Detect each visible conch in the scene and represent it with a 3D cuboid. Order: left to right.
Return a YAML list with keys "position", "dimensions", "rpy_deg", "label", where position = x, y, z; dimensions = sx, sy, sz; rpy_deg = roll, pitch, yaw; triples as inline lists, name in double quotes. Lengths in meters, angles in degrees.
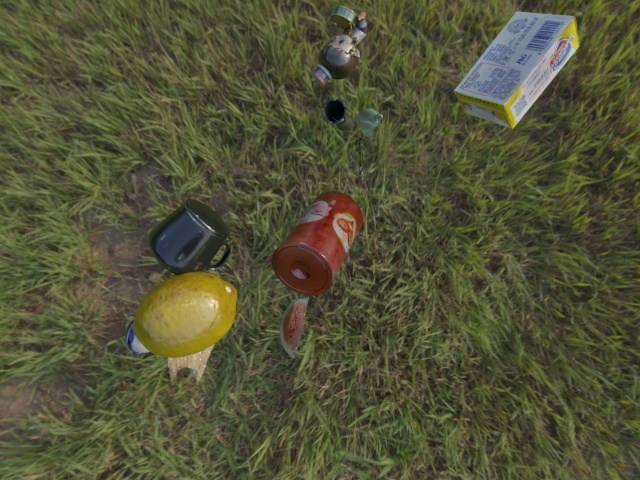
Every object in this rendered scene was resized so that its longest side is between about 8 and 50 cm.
- position: [0.152, -0.396, 1.392]
  dimensions: [0.065, 0.180, 0.088]
  rpy_deg: [15, 100, -26]
  label: "conch"

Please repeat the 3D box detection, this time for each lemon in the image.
- position: [-0.269, 0.148, 0.851]
  dimensions: [0.207, 0.170, 0.170]
  rpy_deg: [-22, 73, -9]
  label: "lemon"

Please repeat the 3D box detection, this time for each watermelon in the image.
- position: [-0.103, 0.333, 1.645]
  dimensions: [0.063, 0.119, 0.245]
  rpy_deg: [23, 78, -33]
  label: "watermelon"

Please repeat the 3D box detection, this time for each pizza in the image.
- position: [-0.380, 0.294, 1.232]
  dimensions: [0.181, 0.034, 0.262]
  rpy_deg: [0, 84, -25]
  label: "pizza"

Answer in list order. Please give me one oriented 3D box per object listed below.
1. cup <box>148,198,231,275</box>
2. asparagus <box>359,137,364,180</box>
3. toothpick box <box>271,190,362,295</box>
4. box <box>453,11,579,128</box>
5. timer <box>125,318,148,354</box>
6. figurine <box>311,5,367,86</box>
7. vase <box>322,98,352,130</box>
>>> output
- position: [-0.330, 0.001, 1.123]
  dimensions: [0.176, 0.223, 0.169]
  rpy_deg: [-48, 47, 7]
  label: "cup"
- position: [0.164, -0.329, 1.666]
  dimensions: [0.022, 0.023, 0.233]
  rpy_deg: [-22, 49, 34]
  label: "asparagus"
- position: [0.000, 0.000, 1.380]
  dimensions: [0.204, 0.204, 0.333]
  rpy_deg: [18, 37, 12]
  label: "toothpick box"
- position: [0.490, -0.433, 1.052]
  dimensions: [0.265, 0.097, 0.168]
  rpy_deg: [-53, 44, 1]
  label: "box"
- position: [-0.624, 0.354, 1.688]
  dimensions: [0.270, 0.383, 0.270]
  rpy_deg: [-1, 86, 19]
  label: "timer"
- position: [0.068, -0.694, 1.516]
  dimensions: [0.161, 0.158, 0.275]
  rpy_deg: [23, 94, 47]
  label: "figurine"
- position: [0.088, -0.558, 1.895]
  dimensions: [0.115, 0.237, 0.115]
  rpy_deg: [1, 92, 15]
  label: "vase"
